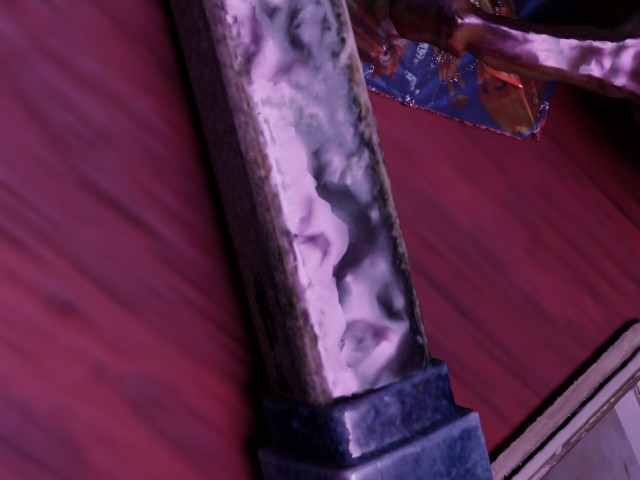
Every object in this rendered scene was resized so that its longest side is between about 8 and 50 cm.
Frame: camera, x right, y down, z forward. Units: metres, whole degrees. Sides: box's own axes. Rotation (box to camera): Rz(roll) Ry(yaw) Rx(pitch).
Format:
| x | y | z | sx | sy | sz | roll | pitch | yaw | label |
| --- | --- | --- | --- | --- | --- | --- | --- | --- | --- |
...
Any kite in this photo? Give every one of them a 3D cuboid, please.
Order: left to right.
| x | y | z | sx | sy | sz | roll | pitch | yaw | label |
| --- | --- | --- | --- | --- | --- | --- | --- | --- | --- |
| 0.042 | -0.100 | 0.519 | 0.183 | 0.010 | 0.160 | -36 | 118 | -26 | kite |

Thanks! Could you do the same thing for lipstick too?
| x | y | z | sx | sy | sz | roll | pitch | yaw | label |
| --- | --- | --- | --- | --- | --- | --- | --- | --- | --- |
| 0.000 | 0.000 | 0.462 | 0.051 | 0.051 | 0.312 | -20 | 102 | -29 | lipstick |

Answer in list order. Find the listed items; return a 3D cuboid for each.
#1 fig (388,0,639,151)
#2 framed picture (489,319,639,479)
| x | y | z | sx | sy | sz | roll | pitch | yaw | label |
| --- | --- | --- | --- | --- | --- | --- | --- | --- | --- |
| 0.155 | -0.065 | 0.511 | 0.149 | 0.148 | 0.202 | -48 | 158 | 24 | fig |
| 0.098 | 0.195 | 0.587 | 0.217 | 0.017 | 0.274 | -41 | 117 | -28 | framed picture |
